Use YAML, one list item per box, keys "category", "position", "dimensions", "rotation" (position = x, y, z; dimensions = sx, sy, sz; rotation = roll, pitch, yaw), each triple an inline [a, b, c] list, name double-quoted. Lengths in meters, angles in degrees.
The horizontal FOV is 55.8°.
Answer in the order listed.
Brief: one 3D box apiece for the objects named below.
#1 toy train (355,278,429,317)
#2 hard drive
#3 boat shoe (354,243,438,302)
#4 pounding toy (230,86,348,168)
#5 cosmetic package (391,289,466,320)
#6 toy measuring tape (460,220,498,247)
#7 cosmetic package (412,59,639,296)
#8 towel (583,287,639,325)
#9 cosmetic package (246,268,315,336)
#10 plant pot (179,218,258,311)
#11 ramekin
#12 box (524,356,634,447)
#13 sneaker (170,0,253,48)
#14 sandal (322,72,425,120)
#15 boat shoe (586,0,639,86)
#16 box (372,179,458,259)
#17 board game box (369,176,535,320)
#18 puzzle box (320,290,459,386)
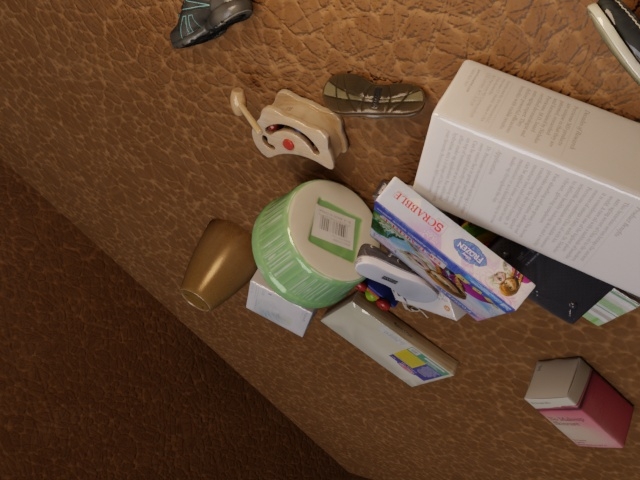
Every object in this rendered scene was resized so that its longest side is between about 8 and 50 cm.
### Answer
- category: "toy train"
  position: [0.180, 0.153, 1.722]
  dimensions: [0.248, 0.105, 0.143]
  rotation: [40, 160, -12]
- category: "hard drive"
  position: [0.471, 0.043, 1.227]
  dimensions: [0.254, 0.054, 0.172]
  rotation: [35, 113, -11]
- category: "boat shoe"
  position: [0.181, 0.073, 1.418]
  dimensions: [0.228, 0.076, 0.080]
  rotation: [23, 143, -17]
- category: "pounding toy"
  position: [-0.087, -0.226, 1.347]
  dimensions: [0.269, 0.155, 0.154]
  rotation: [26, 145, 12]
- category: "cosmetic package"
  position: [0.268, 0.125, 1.543]
  dimensions: [0.239, 0.060, 0.099]
  rotation: [14, 134, 58]
- category: "toy measuring tape"
  position: [0.368, 0.052, 1.355]
  dimensions: [0.121, 0.121, 0.330]
  rotation: [10, 143, 35]
- category: "cosmetic package"
  position: [0.407, -0.106, 1.041]
  dimensions: [0.453, 0.161, 0.230]
  rotation: [26, 150, 13]
- category: "towel"
  position: [0.617, 0.132, 1.342]
  dimensions: [0.113, 0.023, 0.152]
  rotation: [34, 153, 3]
- category: "cosmetic package"
  position: [-0.112, 0.180, 1.991]
  dimensions: [0.224, 0.138, 0.224]
  rotation: [26, 150, 4]
- category: "plant pot"
  position: [-0.340, 0.099, 1.982]
  dimensions: [0.237, 0.254, 0.237]
  rotation: [25, 149, 16]
- category: "ramekin"
  position: [0.000, 0.000, 1.470]
  dimensions: [0.303, 0.303, 0.148]
  rotation: [39, 143, -11]
- category: "box"
  position: [0.687, 0.433, 1.608]
  dimensions: [0.232, 0.127, 0.148]
  rotation: [40, 150, -13]
- category: "sneaker"
  position: [-0.231, -0.466, 1.222]
  dimensions: [0.267, 0.101, 0.106]
  rotation: [-6, 111, 49]
- category: "sandal"
  position: [0.104, -0.275, 1.189]
  dimensions: [0.219, 0.090, 0.060]
  rotation: [10, 166, 24]
- category: "boat shoe"
  position: [0.509, -0.224, 0.825]
  dimensions: [0.340, 0.127, 0.113]
  rotation: [45, 120, -6]
- category: "box"
  position: [0.233, -0.030, 1.431]
  dimensions: [0.183, 0.056, 0.231]
  rotation: [14, 146, 29]
- category: "board game box"
  position: [0.244, 0.032, 1.229]
  dimensions: [0.318, 0.066, 0.318]
  rotation: [39, 173, 10]
- category: "puzzle box"
  position: [0.219, 0.332, 1.989]
  dimensions: [0.409, 0.052, 0.272]
  rotation: [37, 150, -7]
